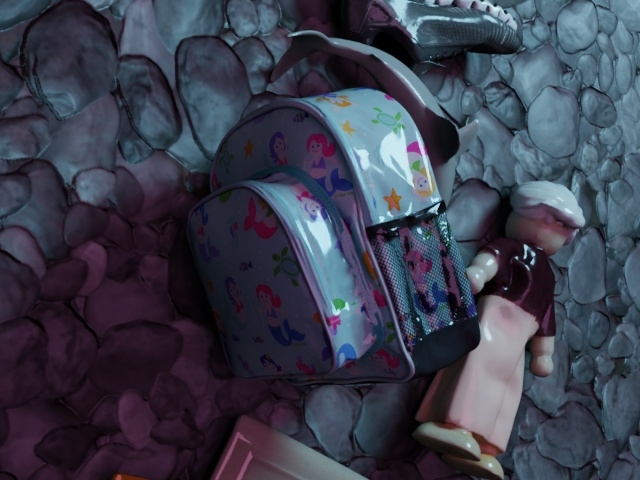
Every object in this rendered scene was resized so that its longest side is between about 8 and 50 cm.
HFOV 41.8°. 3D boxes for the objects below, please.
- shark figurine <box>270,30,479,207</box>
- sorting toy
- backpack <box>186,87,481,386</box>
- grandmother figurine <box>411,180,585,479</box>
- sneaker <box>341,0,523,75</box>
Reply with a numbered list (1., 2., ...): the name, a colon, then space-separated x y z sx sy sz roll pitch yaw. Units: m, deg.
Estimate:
1. shark figurine: 0.086 -0.125 0.836 0.166 0.116 0.278 -39 112 -9
2. sorting toy: -0.051 0.285 0.785 0.348 0.047 0.195 34 66 -25
3. backpack: 0.000 0.000 0.731 0.191 0.225 0.253 -12 89 -36
4. grandmother figurine: 0.205 0.078 0.927 0.208 0.104 0.342 52 57 -49
5. sneaker: 0.116 -0.218 0.904 0.234 0.078 0.106 10 88 -29
